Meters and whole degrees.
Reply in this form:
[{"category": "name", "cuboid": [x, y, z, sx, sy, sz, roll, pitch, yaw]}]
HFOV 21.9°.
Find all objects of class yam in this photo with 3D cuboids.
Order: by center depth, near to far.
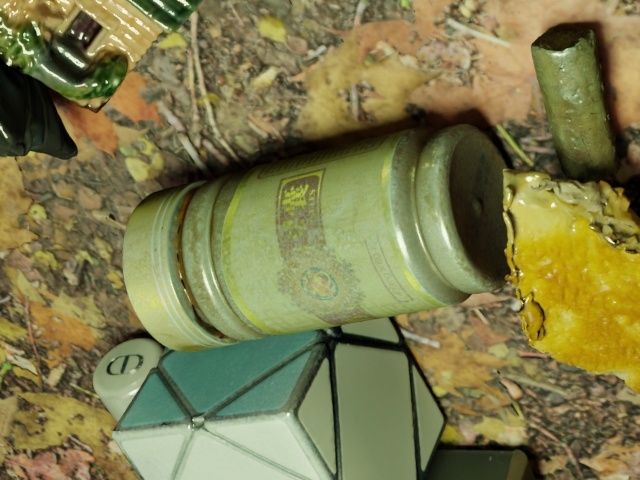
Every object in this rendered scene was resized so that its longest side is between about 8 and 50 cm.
[{"category": "yam", "cuboid": [0.202, -0.109, 1.308, 0.054, 0.054, 0.132, -1, 128, 25]}]

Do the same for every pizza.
[{"category": "pizza", "cuboid": [0.248, 0.032, 1.357, 0.297, 0.071, 0.189, 24, 133, -21]}]

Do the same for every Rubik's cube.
[{"category": "Rubik's cube", "cuboid": [-0.033, 0.177, 1.551, 0.205, 0.205, 0.207, -9, 124, 31]}]

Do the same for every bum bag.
[{"category": "bum bag", "cuboid": [-0.271, -0.125, 1.381, 0.074, 0.310, 0.137, -39, 88, 6]}]

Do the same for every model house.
[{"category": "model house", "cuboid": [-0.182, -0.230, 1.312, 0.183, 0.166, 0.172, 40, 129, -12]}]

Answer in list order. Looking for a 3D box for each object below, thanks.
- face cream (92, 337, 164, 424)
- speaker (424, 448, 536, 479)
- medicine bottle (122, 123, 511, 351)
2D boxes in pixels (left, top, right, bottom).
[{"category": "face cream", "cuboid": [-0.133, 0.230, 1.732, 0.143, 0.089, 0.314, -5, 133, 27]}, {"category": "speaker", "cuboid": [0.144, 0.341, 1.624, 0.153, 0.192, 0.231, -3, 130, 26]}, {"category": "medicine bottle", "cuboid": [0.000, 0.000, 1.423, 0.322, 0.151, 0.151, -12, 122, 32]}]
